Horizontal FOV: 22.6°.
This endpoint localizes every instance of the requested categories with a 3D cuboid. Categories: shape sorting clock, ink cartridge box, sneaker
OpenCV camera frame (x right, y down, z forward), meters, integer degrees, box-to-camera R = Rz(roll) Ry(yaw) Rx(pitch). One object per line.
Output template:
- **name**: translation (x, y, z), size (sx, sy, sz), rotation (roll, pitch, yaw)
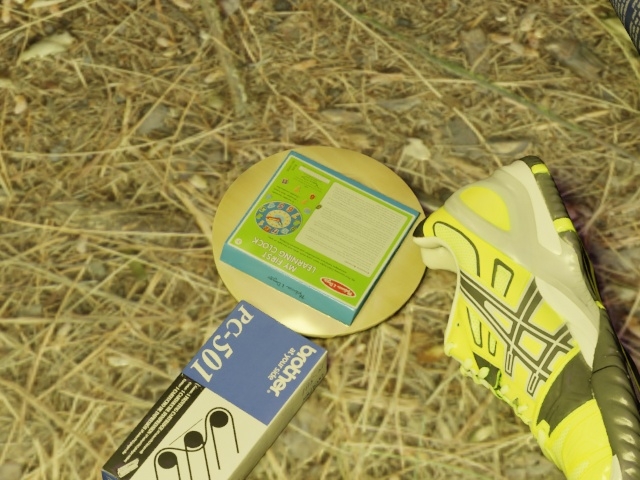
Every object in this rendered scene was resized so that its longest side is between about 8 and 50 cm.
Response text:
- **shape sorting clock**: translation (0.000, 0.000, 1.519), size (0.206, 0.040, 0.206), rotation (2, 57, -3)
- **ink cartridge box**: translation (-0.091, 0.157, 1.410), size (0.097, 0.046, 0.207), rotation (30, 61, 18)
- **sneaker**: translation (0.196, 0.111, 1.407), size (0.147, 0.145, 0.385), rotation (-23, 54, 10)

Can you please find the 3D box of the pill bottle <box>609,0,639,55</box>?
- **pill bottle**: translation (0.380, -0.240, 1.613), size (0.153, 0.153, 0.265), rotation (-14, 56, -9)
